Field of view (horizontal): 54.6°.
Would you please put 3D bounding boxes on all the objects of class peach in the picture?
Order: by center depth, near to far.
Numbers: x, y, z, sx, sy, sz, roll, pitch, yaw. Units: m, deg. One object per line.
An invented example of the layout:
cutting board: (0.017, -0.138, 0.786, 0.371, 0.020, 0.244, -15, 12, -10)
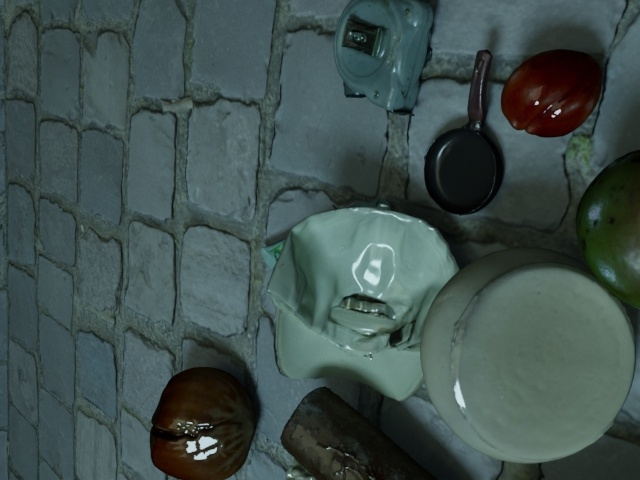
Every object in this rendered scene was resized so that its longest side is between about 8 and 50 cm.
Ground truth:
peach: (0.257, -0.166, 0.691, 0.100, 0.100, 0.101, 6, 99, 44)

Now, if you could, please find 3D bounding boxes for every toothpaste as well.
toothpaste: (0.000, 0.000, 1.001, 0.297, 0.048, 0.075, -27, 88, 46)

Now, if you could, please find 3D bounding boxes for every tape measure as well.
tape measure: (0.102, -0.345, 0.830, 0.164, 0.084, 0.330, 26, 114, 36)

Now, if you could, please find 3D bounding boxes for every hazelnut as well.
hazelnut: (-0.223, 0.346, 1.168, 0.181, 0.181, 0.212, 165, 107, -65)

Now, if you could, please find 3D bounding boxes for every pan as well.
pan: (0.192, -0.135, 0.793, 0.115, 0.040, 0.212, 29, 122, 40)

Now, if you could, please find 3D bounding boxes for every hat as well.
hat: (0.063, 0.102, 0.889, 0.257, 0.168, 0.301, 14, 135, 5)

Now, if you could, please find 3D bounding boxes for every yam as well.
yam: (0.076, 0.334, 0.872, 0.279, 0.131, 0.131, 36, 119, 26)

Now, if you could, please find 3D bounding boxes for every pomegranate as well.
pomegranate: (0.347, 0.013, 0.576, 0.181, 0.181, 0.224, -31, 89, 42)

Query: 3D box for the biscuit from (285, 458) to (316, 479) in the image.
biscuit: (0.013, 0.435, 0.932, 0.179, 0.084, 0.281, 12, 61, 17)

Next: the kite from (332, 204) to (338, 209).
kite: (0.030, 0.009, 0.944, 0.139, 0.011, 0.157, 10, 133, 22)

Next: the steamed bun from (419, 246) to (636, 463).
steamed bun: (0.219, 0.121, 0.694, 0.145, 0.231, 0.232, -153, 61, -81)
